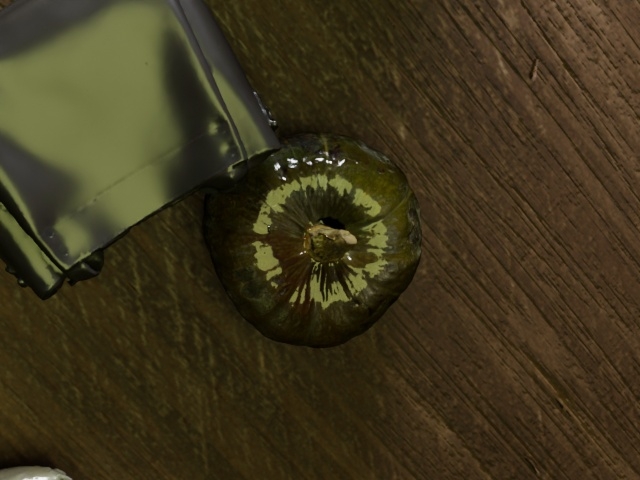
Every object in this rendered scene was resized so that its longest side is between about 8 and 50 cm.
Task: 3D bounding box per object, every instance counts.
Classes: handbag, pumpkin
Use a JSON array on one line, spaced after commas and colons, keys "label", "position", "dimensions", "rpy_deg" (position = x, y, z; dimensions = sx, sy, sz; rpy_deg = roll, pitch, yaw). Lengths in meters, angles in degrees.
[{"label": "handbag", "position": [-0.207, -0.111, 1.194], "dimensions": [0.285, 0.113, 0.257], "rpy_deg": [-32, 89, -6]}, {"label": "pumpkin", "position": [0.000, 0.000, 1.280], "dimensions": [0.219, 0.162, 0.218], "rpy_deg": [-2, 98, -14]}]

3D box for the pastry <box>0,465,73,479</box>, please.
[{"label": "pastry", "position": [-0.300, 0.296, 1.307], "dimensions": [0.166, 0.088, 0.165], "rpy_deg": [-3, 103, -15]}]
